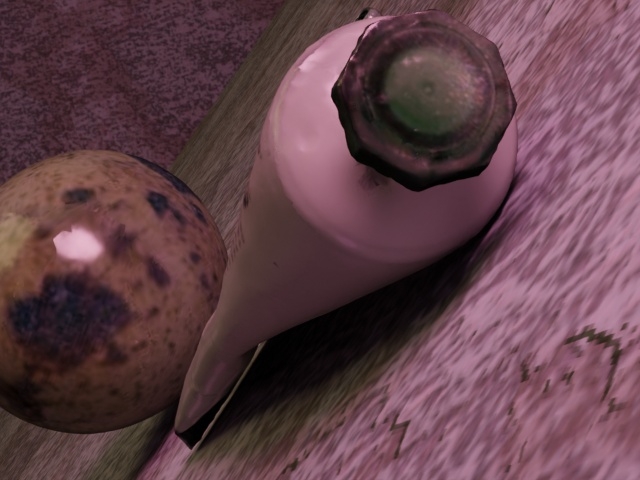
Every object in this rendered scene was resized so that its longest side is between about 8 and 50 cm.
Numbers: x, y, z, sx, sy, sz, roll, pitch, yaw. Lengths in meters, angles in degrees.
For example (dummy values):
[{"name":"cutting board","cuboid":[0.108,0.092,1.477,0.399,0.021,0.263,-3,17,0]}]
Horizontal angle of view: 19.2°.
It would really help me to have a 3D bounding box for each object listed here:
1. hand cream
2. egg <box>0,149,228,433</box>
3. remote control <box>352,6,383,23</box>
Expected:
[{"name":"hand cream","cuboid":[0.000,0.000,0.689,0.121,0.076,0.336,-51,-1,-18]},{"name":"egg","cuboid":[-0.114,0.023,0.967,0.141,0.141,0.181,-53,-3,16]},{"name":"remote control","cuboid":[0.003,-0.110,1.323,0.124,0.018,0.053,-54,8,4]}]
